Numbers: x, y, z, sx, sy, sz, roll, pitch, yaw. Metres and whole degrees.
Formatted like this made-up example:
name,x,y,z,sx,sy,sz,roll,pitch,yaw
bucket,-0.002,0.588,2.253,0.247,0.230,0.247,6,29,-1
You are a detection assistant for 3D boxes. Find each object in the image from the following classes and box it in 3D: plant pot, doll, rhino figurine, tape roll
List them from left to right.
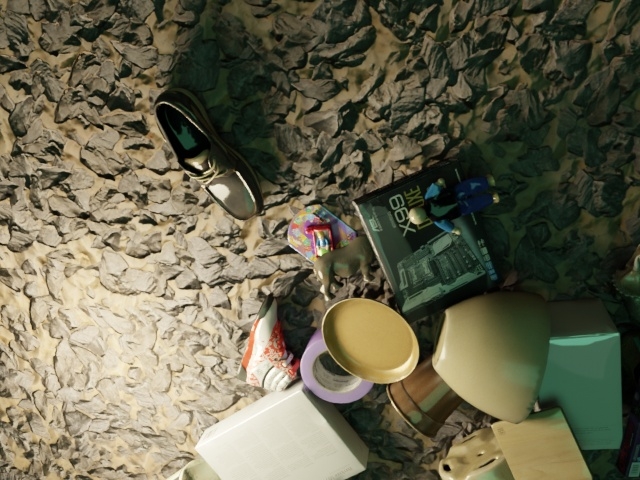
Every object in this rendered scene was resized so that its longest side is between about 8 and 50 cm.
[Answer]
name,x,y,z,sx,sy,sz,roll,pitch,yaw
tape roll,0.049,0.310,1.560,0.189,0.080,0.188,4,111,10
rhino figurine,0.096,0.042,1.451,0.243,0.073,0.106,-27,110,3
plant pot,0.117,0.227,1.429,0.236,0.032,0.236,12,121,20
plant pot,0.278,0.360,1.503,0.167,0.167,0.165,42,103,-6
doll,0.279,-0.074,1.303,0.189,0.046,0.129,-18,104,-2
plant pot,0.352,0.233,1.342,0.191,0.284,0.284,13,112,3
plant pot,0.456,0.637,1.503,0.334,0.334,0.305,-29,91,19

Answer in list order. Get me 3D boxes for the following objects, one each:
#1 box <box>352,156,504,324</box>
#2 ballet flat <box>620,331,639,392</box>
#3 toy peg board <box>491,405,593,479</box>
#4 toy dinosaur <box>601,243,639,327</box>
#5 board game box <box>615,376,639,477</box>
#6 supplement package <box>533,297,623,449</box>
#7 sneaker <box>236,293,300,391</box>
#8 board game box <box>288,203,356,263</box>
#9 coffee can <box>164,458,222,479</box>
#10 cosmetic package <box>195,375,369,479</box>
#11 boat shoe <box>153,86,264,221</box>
name,x,y,z,sx,sy,sz,roll,pitch,yaw
box,0.241,0.001,1.381,0.243,0.076,0.307,-24,105,0
ballet flat,0.795,0.367,1.420,0.116,0.124,0.342,-26,104,17
toy peg board,0.490,0.448,1.355,0.161,0.079,0.160,-28,82,31
toy dinosaur,0.706,0.147,1.337,0.121,0.160,0.313,-29,101,19
board game box,0.770,0.348,1.316,0.208,0.056,0.346,5,107,-6
supplement package,0.574,0.304,1.409,0.175,0.177,0.292,-6,109,13
sneaker,-0.111,0.267,1.571,0.145,0.090,0.270,21,116,1
board game box,0.000,0.000,1.481,0.169,0.033,0.133,38,112,-4
coffee can,-0.406,0.775,1.748,0.275,0.201,0.201,-39,99,20
cosmetic package,-0.104,0.563,1.672,0.377,0.097,0.284,-32,99,20
boat shoe,-0.268,-0.181,1.411,0.132,0.130,0.355,-35,100,20
